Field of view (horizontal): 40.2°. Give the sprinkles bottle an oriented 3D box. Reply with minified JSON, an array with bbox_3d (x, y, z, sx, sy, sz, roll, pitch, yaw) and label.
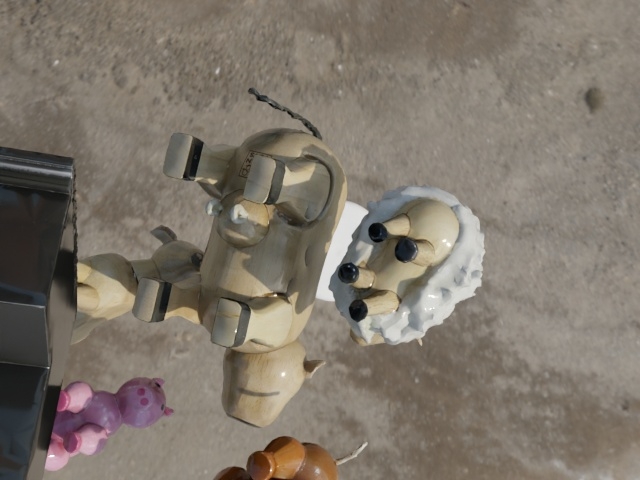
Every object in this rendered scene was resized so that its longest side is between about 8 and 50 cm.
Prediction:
[{"bbox_3d":[0.000,0.000,1.184,0.121,0.355,0.121,0,94,-6],"label":"sprinkles bottle"}]

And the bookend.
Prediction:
[{"bbox_3d":[-0.172,0.061,0.440,0.072,0.157,0.156,8,146,-10],"label":"bookend"}]

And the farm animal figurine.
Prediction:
[{"bbox_3d":[-0.075,0.051,0.659,0.330,0.172,0.327,34,102,25],"label":"farm animal figurine"}]
